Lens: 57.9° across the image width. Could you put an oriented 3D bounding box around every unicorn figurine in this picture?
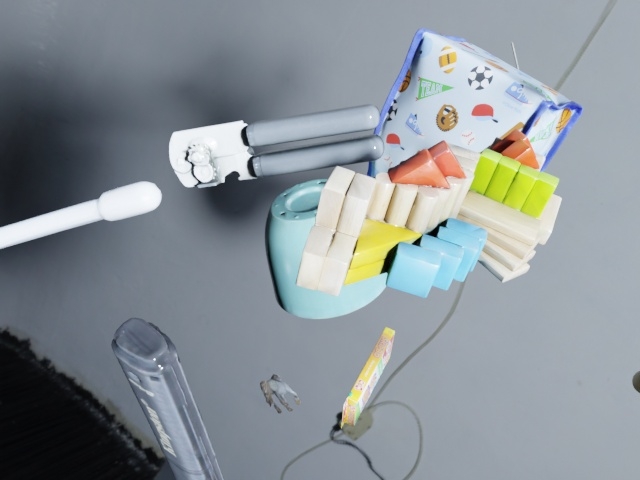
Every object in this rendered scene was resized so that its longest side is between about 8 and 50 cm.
[{"bbox_3d":[-0.104,0.371,1.425,0.060,0.162,0.111,-38,63,-7],"label":"unicorn figurine"}]

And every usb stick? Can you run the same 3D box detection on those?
[{"bbox_3d":[-0.153,0.189,0.610,0.077,0.045,0.278,30,142,32],"label":"usb stick"}]

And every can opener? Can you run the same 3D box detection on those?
[{"bbox_3d":[-0.060,-0.121,0.726,0.280,0.093,0.074,-6,109,17],"label":"can opener"}]

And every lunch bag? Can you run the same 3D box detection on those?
[{"bbox_3d":[0.291,-0.191,1.227,0.328,0.239,0.385,43,123,31],"label":"lunch bag"}]

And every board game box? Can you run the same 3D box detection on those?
[{"bbox_3d":[0.122,0.354,1.479,0.039,0.259,0.124,24,140,20],"label":"board game box"}]

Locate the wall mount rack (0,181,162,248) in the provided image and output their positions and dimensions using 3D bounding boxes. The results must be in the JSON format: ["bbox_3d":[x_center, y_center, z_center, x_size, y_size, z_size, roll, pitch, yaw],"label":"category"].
[{"bbox_3d":[-0.273,-0.085,0.331,0.130,0.304,0.350,-17,87,67],"label":"wall mount rack"}]

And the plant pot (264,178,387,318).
[{"bbox_3d":[0.000,0.000,1.356,0.293,0.293,0.235,1,127,26],"label":"plant pot"}]

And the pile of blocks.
[{"bbox_3d":[0.141,-0.039,0.577,0.149,0.362,0.113,44,138,32],"label":"pile of blocks"}]

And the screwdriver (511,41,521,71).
[{"bbox_3d":[0.494,-0.430,1.442,0.024,0.025,0.170,133,145,-56],"label":"screwdriver"}]

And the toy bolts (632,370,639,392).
[{"bbox_3d":[0.878,0.354,1.374,0.218,0.158,0.228,-44,114,-8],"label":"toy bolts"}]
